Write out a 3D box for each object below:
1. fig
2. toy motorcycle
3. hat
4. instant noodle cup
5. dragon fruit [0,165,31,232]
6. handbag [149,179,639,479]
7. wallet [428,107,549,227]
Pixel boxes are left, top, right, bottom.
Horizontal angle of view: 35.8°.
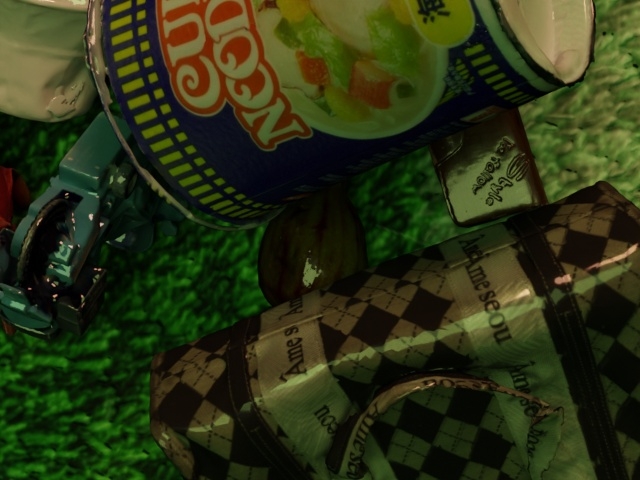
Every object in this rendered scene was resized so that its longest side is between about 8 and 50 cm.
[{"bbox_3d":[0.000,0.000,0.912,0.109,0.103,0.155,15,80,30],"label":"fig"},{"bbox_3d":[-0.204,-0.021,0.887,0.123,0.182,0.272,22,48,5],"label":"toy motorcycle"},{"bbox_3d":[-0.265,-0.187,0.927,0.203,0.203,0.126,24,111,8],"label":"hat"},{"bbox_3d":[0.028,-0.169,0.759,0.312,0.284,0.284,-13,87,36],"label":"instant noodle cup"},{"bbox_3d":[-0.420,-0.047,0.907,0.314,0.250,0.250,17,92,13],"label":"dragon fruit"},{"bbox_3d":[0.105,0.169,0.838,0.416,0.180,0.317,-21,114,6],"label":"handbag"},{"bbox_3d":[0.144,-0.105,0.928,0.095,0.026,0.176,-15,87,10],"label":"wallet"}]
